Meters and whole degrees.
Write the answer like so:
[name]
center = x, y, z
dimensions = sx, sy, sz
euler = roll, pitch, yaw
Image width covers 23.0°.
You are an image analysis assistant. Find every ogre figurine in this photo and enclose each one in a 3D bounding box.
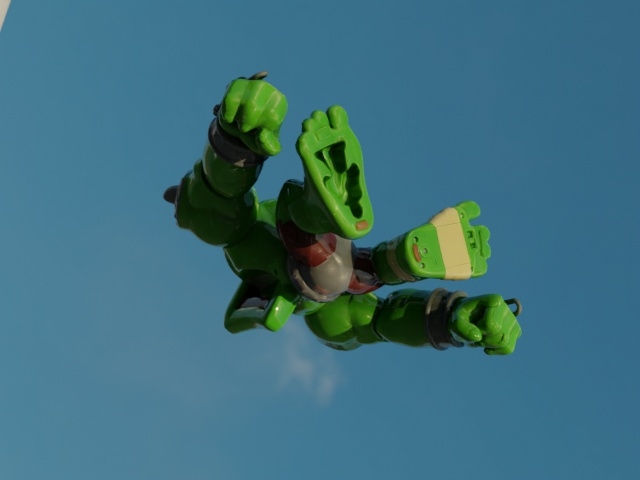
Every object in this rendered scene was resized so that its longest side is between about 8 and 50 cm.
[ogre figurine]
center = 0.000, 0.000, 0.803
dimensions = 0.118, 0.197, 0.097
euler = -20, -124, 46

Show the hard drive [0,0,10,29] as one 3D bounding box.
[hard drive]
center = -0.205, 0.061, 0.320
dimensions = 0.047, 0.233, 0.353
euler = 40, -62, 30
